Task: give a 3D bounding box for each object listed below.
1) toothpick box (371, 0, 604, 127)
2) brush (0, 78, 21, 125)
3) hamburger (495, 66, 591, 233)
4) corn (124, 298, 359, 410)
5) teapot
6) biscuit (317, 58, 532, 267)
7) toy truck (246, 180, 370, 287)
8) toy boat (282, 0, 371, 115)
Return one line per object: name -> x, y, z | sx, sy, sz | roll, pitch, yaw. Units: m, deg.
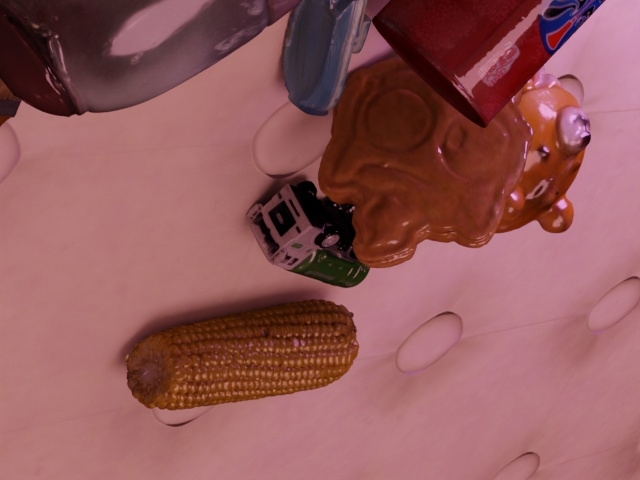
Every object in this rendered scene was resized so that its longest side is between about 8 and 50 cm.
toothpick box -> 0.250, -0.330, 1.882 | 0.333, 0.204, 0.204 | -46, 146, 2
brush -> -0.380, -0.128, 1.727 | 0.043, 0.014, 0.170 | 0, 130, -42
hamburger -> 0.260, -0.130, 2.140 | 0.276, 0.237, 0.276 | -28, 146, -21
corn -> -0.101, 0.171, 2.221 | 0.387, 0.144, 0.144 | -7, 135, -40
teapot -> -0.208, -0.251, 1.571 | 0.312, 0.233, 0.315 | -38, -177, -12
biscuit -> 0.139, -0.129, 1.981 | 0.051, 0.269, 0.376 | 86, 27, -67
toy truck -> 0.000, 0.000, 2.162 | 0.125, 0.101, 0.242 | -38, 151, 19
toy boat -> 0.020, -0.248, 1.904 | 0.102, 0.088, 0.215 | -17, 139, -35
